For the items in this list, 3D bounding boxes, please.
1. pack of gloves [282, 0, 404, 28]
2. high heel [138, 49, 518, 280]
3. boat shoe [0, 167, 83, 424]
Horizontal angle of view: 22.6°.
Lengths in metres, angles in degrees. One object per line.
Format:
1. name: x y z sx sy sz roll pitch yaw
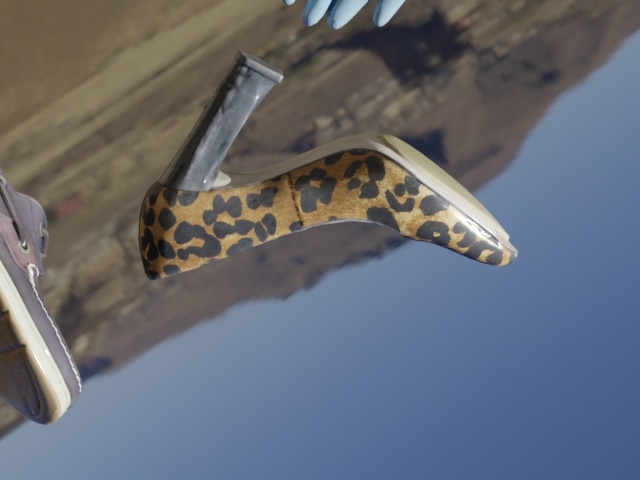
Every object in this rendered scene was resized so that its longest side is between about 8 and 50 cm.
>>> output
1. pack of gloves: 0.004 -0.231 0.948 0.232 0.195 0.046 -46 -149 42
2. high heel: 0.000 0.000 1.204 0.186 0.261 0.093 -58 -178 11
3. boat shoe: -0.247 -0.002 1.187 0.092 0.285 0.103 -30 177 -38
